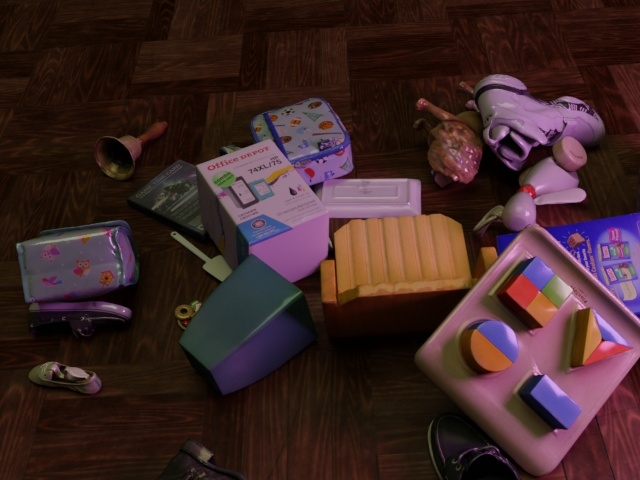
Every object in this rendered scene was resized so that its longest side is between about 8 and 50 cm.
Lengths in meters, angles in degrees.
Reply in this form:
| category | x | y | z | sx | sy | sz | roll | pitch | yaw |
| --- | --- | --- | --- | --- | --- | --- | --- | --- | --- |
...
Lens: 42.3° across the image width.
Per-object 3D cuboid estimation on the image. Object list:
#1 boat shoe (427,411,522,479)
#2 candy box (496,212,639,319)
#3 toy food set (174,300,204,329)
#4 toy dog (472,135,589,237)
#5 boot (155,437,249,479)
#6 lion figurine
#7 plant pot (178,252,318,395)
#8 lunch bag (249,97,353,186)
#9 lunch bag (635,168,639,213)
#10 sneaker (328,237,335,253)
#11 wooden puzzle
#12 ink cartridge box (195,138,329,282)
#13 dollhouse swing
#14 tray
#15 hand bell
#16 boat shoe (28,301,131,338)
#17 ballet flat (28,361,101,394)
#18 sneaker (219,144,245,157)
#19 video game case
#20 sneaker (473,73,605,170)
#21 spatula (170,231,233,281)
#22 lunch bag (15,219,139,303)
| category | x | y | z | sx | sy | sz | roll | pitch | yaw |
| --- | --- | --- | --- | --- | --- | --- | --- | --- | --- |
| boat shoe | 0.283 | 0.413 | 1.422 | 0.127 | 0.113 | 0.340 | -13 | 44 | -7 |
| candy box | 0.531 | 0.092 | 1.687 | 0.317 | 0.122 | 0.268 | -8 | 44 | 15 |
| toy food set | -0.273 | 0.164 | 1.810 | 0.083 | 0.020 | 0.083 | -21 | 45 | -16 |
| toy dog | 0.524 | -0.088 | 1.895 | 0.161 | 0.220 | 0.333 | 44 | 64 | 1 |
| boot | -0.232 | 0.488 | 1.435 | 0.263 | 0.091 | 0.229 | 26 | 57 | 34 |
| lion figurine | 0.395 | -0.289 | 2.131 | 0.392 | 0.142 | 0.240 | -31 | 56 | -30 |
| plant pot | -0.157 | 0.184 | 1.681 | 0.234 | 0.165 | 0.166 | -40 | 53 | -20 |
| lunch bag | -0.057 | -0.246 | 2.133 | 0.243 | 0.115 | 0.303 | -16 | 37 | -6 |
| lunch bag | 0.819 | -0.162 | 1.878 | 0.169 | 0.235 | 0.287 | 10 | 46 | 24 |
| sneaker | 0.000 | 0.000 | 1.946 | 0.044 | 0.040 | 0.109 | -34 | 45 | -5 |
| wooden puzzle | 0.393 | 0.195 | 1.484 | 0.322 | 0.080 | 0.348 | 44 | 79 | -1 |
| ink cartridge box | -0.133 | -0.052 | 1.868 | 0.198 | 0.197 | 0.270 | -23 | 53 | -21 |
| dollhouse swing | 0.176 | 0.027 | 1.728 | 0.347 | 0.315 | 0.304 | -4 | 65 | 2 |
| tray | 0.113 | -0.113 | 2.052 | 0.271 | 0.030 | 0.145 | 0 | 43 | 6 |
| hand bell | -0.491 | -0.273 | 2.249 | 0.126 | 0.126 | 0.242 | 14 | 36 | 20 |
| boat shoe | -0.525 | 0.176 | 1.791 | 0.229 | 0.080 | 0.076 | 3 | 67 | 3 |
| ballet flat | -0.527 | 0.273 | 1.700 | 0.168 | 0.052 | 0.057 | 8 | 45 | 14 |
| sneaker | -0.208 | -0.221 | 2.185 | 0.058 | 0.052 | 0.135 | -31 | 50 | -30 |
| video game case | -0.327 | -0.108 | 2.089 | 0.274 | 0.026 | 0.196 | 23 | 50 | 32 |
| sneaker | 0.545 | -0.261 | 2.044 | 0.366 | 0.137 | 0.210 | 18 | 52 | -15 |
| spatula | -0.241 | 0.004 | 1.976 | 0.168 | 0.019 | 0.242 | -36 | 51 | -27 |
| lunch bag | -0.524 | 0.045 | 1.832 | 0.224 | 0.160 | 0.262 | -9 | 3 | -4 |
